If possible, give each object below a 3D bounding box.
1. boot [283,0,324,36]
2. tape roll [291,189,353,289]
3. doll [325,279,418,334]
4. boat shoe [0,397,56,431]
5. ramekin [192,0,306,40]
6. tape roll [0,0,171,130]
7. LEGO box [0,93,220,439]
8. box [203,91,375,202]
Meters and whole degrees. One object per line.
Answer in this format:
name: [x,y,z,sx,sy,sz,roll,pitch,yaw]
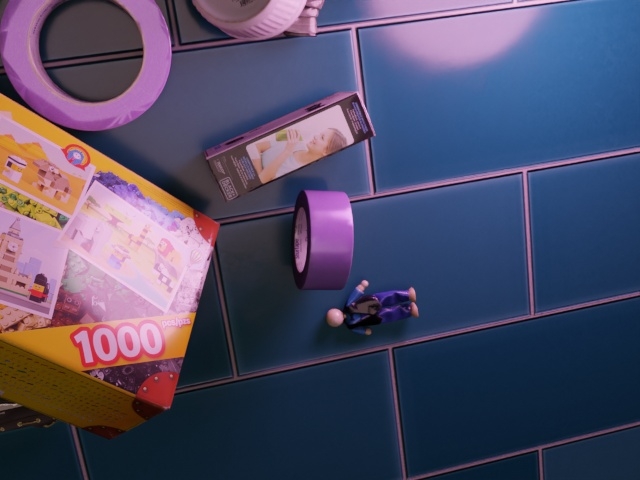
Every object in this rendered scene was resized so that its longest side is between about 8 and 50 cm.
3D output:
boot: [-0.003,-0.448,1.278,0.247,0.083,0.161,7,106,-6]
tape roll: [0.000,0.000,1.320,0.080,0.189,0.188,2,103,-12]
doll: [0.103,0.141,1.451,0.189,0.046,0.129,-12,115,-3]
boat shoe: [-0.540,0.321,1.340,0.228,0.081,0.068,-6,107,-4]
ramekin: [-0.129,-0.447,1.185,0.207,0.109,0.207,3,104,14]
tape roll: [-0.397,-0.330,1.208,0.275,0.090,0.274,-3,103,-11]
LEGO box: [-0.444,0.030,1.083,0.500,0.372,0.193,32,136,-27]
box: [-0.063,-0.176,1.278,0.290,0.169,0.087,-24,105,-4]
